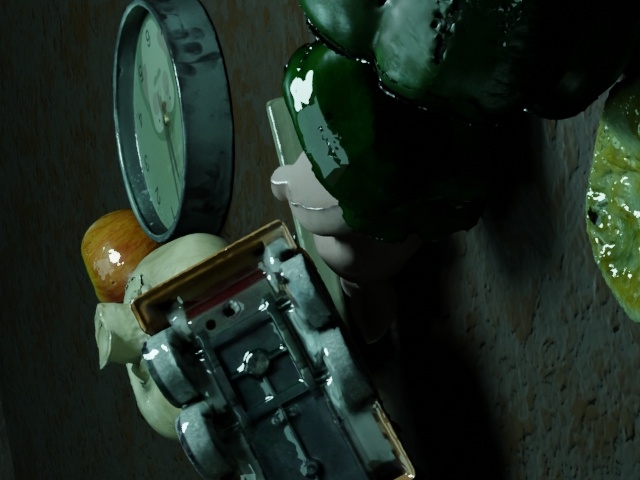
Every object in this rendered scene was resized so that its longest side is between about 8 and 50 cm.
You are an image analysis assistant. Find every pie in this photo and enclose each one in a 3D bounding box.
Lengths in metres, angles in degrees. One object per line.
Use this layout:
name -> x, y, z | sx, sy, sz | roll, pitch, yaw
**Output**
pie -> 0.235, -0.025, 1.196 | 0.187, 0.041, 0.186 | 174, 90, -69

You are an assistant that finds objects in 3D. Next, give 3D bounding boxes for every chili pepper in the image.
chili pepper -> 0.125, -0.222, 1.182 | 0.233, 0.249, 0.256 | 39, 133, 23
chili pepper -> 0.057, -0.131, 1.467 | 0.165, 0.174, 0.261 | 69, -176, -67

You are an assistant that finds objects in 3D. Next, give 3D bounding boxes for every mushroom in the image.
mushroom -> -0.164, 0.109, 2.053 | 0.246, 0.202, 0.246 | -17, 72, 63

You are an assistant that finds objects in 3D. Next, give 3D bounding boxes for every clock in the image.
clock -> -0.189, -0.151, 2.222 | 0.319, 0.066, 0.318 | 173, 90, -68

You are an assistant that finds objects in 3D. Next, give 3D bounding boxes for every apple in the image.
apple -> -0.246, 0.025, 2.348 | 0.146, 0.147, 0.146 | 173, 90, -69

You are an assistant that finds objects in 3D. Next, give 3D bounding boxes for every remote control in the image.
remote control -> 0.000, 0.000, 1.779 | 0.123, 0.038, 0.285 | 70, -174, -75

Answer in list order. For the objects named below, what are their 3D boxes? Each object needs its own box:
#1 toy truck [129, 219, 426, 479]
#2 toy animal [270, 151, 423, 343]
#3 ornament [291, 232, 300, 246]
toy truck -> 0.003, 0.193, 1.572 | 0.387, 0.173, 0.207 | 63, -173, 13
toy animal -> 0.046, -0.007, 1.636 | 0.212, 0.124, 0.124 | 59, -177, -47
ornament -> -0.019, 0.056, 1.788 | 0.073, 0.028, 0.125 | 51, -154, -84
